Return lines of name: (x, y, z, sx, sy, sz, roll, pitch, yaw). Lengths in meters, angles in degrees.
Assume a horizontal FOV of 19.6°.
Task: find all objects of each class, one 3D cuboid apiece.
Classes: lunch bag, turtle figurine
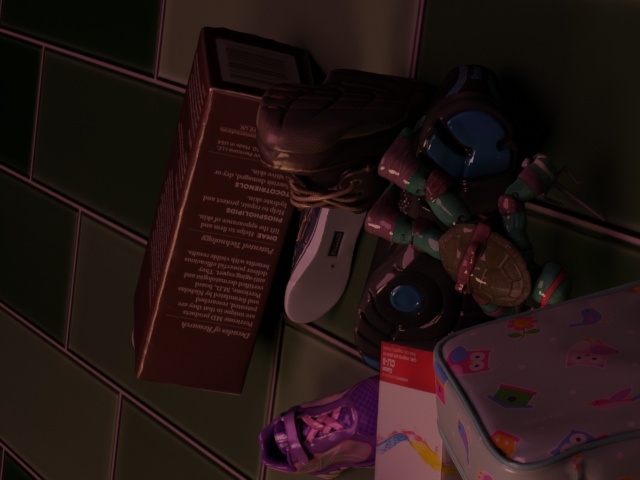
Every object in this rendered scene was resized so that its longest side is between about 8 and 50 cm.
lunch bag: (0.236, 0.125, 1.434, 0.224, 0.279, 0.108, -122, 23, -60)
turtle figurine: (0.156, 0.000, 1.669, 0.234, 0.118, 0.175, 30, 119, 16)

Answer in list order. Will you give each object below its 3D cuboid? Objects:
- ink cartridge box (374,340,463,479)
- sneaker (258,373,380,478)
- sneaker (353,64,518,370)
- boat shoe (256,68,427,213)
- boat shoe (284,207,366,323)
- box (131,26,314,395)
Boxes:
ink cartridge box: (0.136, 0.189, 1.756, 0.127, 0.128, 0.176, 7, 94, 61)
sneaker: (0.009, 0.207, 2.008, 0.236, 0.104, 0.095, -33, 59, 54)
sneaker: (0.123, -0.014, 1.840, 0.140, 0.125, 0.341, -82, 9, -57)
boat shoe: (0.027, -0.088, 1.824, 0.132, 0.355, 0.130, 10, 103, 17)
boat shoe: (0.000, 0.000, 2.085, 0.183, 0.065, 0.083, -68, 29, 24)
box: (-0.115, -0.032, 2.161, 0.191, 0.143, 0.381, -102, 27, -61)
